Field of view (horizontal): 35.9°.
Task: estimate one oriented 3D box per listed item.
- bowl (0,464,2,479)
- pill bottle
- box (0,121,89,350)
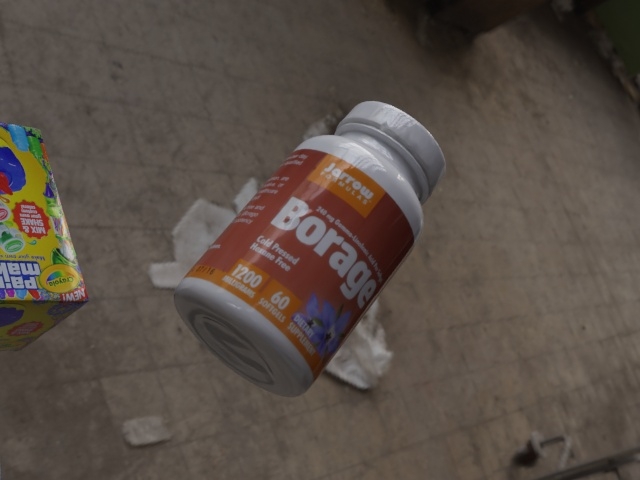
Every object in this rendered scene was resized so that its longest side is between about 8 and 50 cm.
[{"bbox_3d":[-0.458,0.202,0.873,0.311,0.311,0.163,41,-6,-34],"label":"bowl"},{"bbox_3d":[0.000,0.000,0.742,0.121,0.121,0.216,49,65,-24],"label":"pill bottle"},{"bbox_3d":[-0.503,-0.008,1.299,0.290,0.177,0.279,4,59,-53],"label":"box"}]
